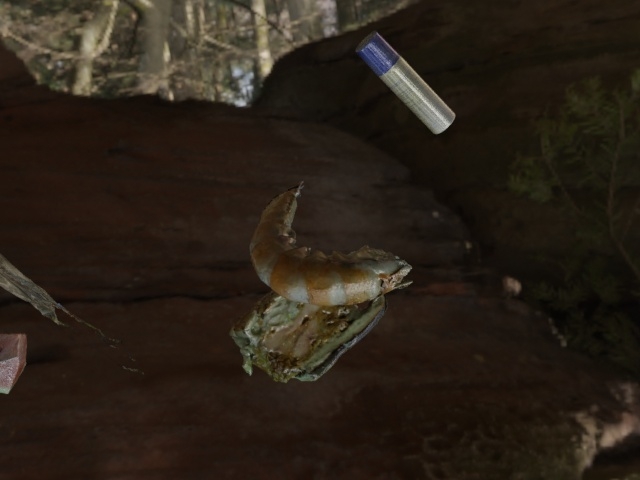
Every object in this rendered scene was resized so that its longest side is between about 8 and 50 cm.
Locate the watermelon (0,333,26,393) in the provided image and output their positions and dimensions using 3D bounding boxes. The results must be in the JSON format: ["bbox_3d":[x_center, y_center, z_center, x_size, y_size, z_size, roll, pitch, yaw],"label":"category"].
[{"bbox_3d":[-0.391,0.132,0.951,0.072,0.092,0.084,-50,-161,-11],"label":"watermelon"}]

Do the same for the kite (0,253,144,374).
[{"bbox_3d":[-0.367,0.092,1.075,0.015,0.310,0.169,-51,-163,-3],"label":"kite"}]

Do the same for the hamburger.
[{"bbox_3d":[-0.033,0.152,1.453,0.288,0.167,0.192,-38,-176,-25],"label":"hamburger"}]

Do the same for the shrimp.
[{"bbox_3d":[-0.015,0.018,1.205,0.185,0.068,0.287,-26,-137,-28],"label":"shrimp"}]

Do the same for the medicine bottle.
[{"bbox_3d":[0.166,-0.304,1.534,0.059,0.231,0.059,-40,-159,19],"label":"medicine bottle"}]
